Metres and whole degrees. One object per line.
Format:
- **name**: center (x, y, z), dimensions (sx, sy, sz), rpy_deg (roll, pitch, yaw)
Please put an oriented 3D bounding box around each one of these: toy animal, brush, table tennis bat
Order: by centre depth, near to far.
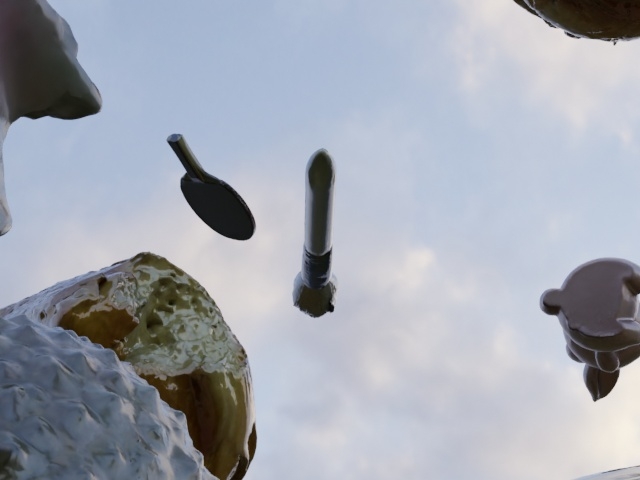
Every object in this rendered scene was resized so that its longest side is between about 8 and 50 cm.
- **brush**: center (0.000, 0.000, 1.021), dimensions (0.039, 0.042, 0.299), rpy_deg (7, -21, 1)
- **table tennis bat**: center (-0.127, -0.057, 1.513), dimensions (0.095, 0.014, 0.158), rpy_deg (9, -40, 42)
- **toy animal**: center (0.324, 0.096, 1.518), dimensions (0.124, 0.124, 0.212), rpy_deg (-15, -26, 10)

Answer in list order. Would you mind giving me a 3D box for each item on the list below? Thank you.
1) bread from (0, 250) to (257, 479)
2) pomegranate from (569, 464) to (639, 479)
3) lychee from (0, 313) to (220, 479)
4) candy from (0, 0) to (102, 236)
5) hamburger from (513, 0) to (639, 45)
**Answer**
- **bread**: center (-0.157, 0.114, 1.049), dimensions (0.148, 0.344, 0.195), rpy_deg (-19, -85, -25)
- **pomegranate**: center (0.122, 0.206, 0.400), dimensions (0.319, 0.319, 0.319), rpy_deg (-2, -47, -2)
- **lychee**: center (-0.163, 0.148, 0.593), dimensions (0.255, 0.255, 0.274), rpy_deg (0, -9, -4)
- **candy**: center (-0.194, -0.070, 0.421), dimensions (0.184, 0.137, 0.195), rpy_deg (4, -28, 15)
- **hamburger**: center (0.271, -0.327, 1.286), dimensions (0.243, 0.286, 0.146), rpy_deg (-18, -6, 4)
